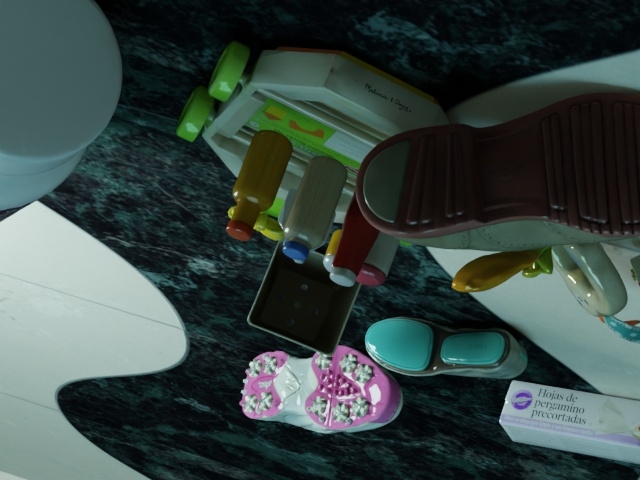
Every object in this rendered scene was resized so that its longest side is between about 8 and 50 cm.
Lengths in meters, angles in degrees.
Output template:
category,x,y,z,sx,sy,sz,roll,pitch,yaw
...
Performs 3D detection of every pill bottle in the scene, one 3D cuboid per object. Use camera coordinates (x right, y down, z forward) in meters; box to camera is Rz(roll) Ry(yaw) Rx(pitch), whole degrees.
category,x,y,z,sx,sy,sz,roll,pitch,yaw
pill bottle,-0.356,-0.124,1.643,0.224,0.224,0.392,30,156,-21

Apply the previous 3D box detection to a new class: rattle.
category,x,y,z,sx,sy,sz,roll,pitch,yaw
rattle,0.237,0.068,1.641,0.130,0.143,0.199,27,157,38

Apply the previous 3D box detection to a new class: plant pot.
category,x,y,z,sx,sy,sz,roll,pitch,yaw
plant pot,-0.022,0.072,1.973,0.109,0.109,0.096,22,170,-3

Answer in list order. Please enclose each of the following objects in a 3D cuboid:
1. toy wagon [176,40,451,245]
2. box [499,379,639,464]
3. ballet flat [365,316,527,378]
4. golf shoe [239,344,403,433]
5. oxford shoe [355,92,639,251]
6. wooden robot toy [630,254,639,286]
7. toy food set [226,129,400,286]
category,x,y,z,sx,sy,sz,roll,pitch,yaw
toy wagon,-0.007,-0.083,1.642,0.267,0.068,0.344,26,158,-12
box,0.382,0.234,2.037,0.324,0.063,0.067,7,153,30
ballet flat,0.152,0.137,2.009,0.213,0.072,0.068,3,160,38
golf shoe,0.025,0.210,2.257,0.140,0.115,0.306,23,167,-35
oxford shoe,0.214,-0.051,1.455,0.348,0.123,0.130,0,167,18
wooden robot toy,0.358,0.044,1.653,0.079,0.076,0.173,-24,143,10
toy food set,0.000,0.000,1.595,0.111,0.104,0.232,10,156,25
